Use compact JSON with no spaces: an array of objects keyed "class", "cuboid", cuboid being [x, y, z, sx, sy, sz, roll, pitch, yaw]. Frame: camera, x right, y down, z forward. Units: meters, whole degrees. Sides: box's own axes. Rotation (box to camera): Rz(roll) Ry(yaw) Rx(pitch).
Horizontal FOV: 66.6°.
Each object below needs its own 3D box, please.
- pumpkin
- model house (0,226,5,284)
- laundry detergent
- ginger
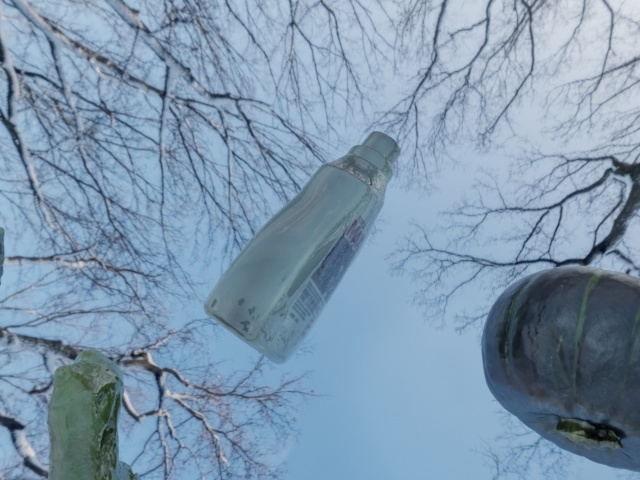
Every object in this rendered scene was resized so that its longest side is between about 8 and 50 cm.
[{"class":"pumpkin","cuboid":[0.393,0.173,0.688,0.323,0.323,0.241,25,-110,22]},{"class":"model house","cuboid":[-0.453,0.021,0.622,0.066,0.079,0.083,20,-76,34]},{"class":"laundry detergent","cuboid":[0.000,0.000,0.787,0.125,0.264,0.397,29,-106,21]},{"class":"ginger","cuboid":[-0.260,0.263,0.569,0.089,0.137,0.289,-30,-111,10]}]
